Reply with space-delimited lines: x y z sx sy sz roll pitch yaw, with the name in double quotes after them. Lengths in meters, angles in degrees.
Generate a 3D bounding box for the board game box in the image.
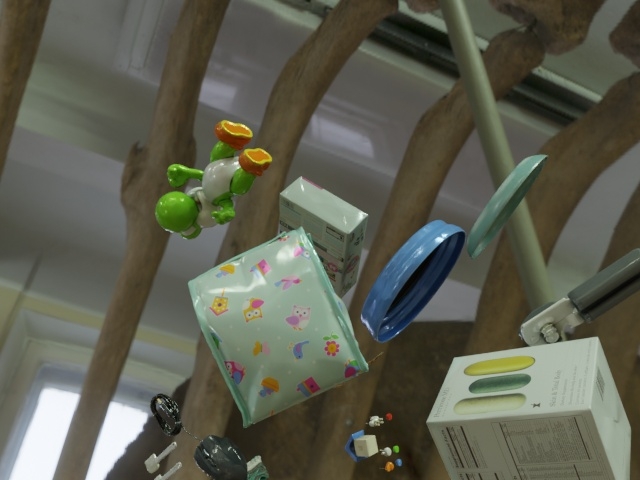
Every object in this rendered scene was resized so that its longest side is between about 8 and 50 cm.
0.000 0.000 1.811 0.224 0.097 0.304 32 -35 20 "board game box"

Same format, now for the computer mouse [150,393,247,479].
-0.228 0.365 1.196 0.242 0.071 0.041 33 4 20 "computer mouse"

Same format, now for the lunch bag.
-0.070 0.133 1.060 0.223 0.263 0.160 -25 -11 0 "lunch bag"

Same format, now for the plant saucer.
0.463 -0.091 1.660 0.043 0.317 0.318 36 -37 17 "plant saucer"

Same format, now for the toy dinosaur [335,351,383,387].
0.060 0.348 1.817 0.211 0.064 0.112 11 -64 12 "toy dinosaur"

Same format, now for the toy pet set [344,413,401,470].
0.117 0.471 1.506 0.065 0.122 0.114 -16 -7 42 "toy pet set"

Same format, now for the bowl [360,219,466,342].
0.257 0.110 1.832 0.077 0.391 0.391 39 -34 22 "bowl"

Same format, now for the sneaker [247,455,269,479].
-0.205 0.667 1.810 0.076 0.166 0.065 49 -47 13 "sneaker"

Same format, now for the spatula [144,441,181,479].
-0.452 0.702 1.951 0.019 0.168 0.242 -6 -28 -41 "spatula"

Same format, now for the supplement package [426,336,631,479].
0.355 0.313 1.101 0.262 0.199 0.198 -16 -73 32 "supplement package"

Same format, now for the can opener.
0.500 0.110 1.251 0.280 0.093 0.074 -35 -62 13 "can opener"

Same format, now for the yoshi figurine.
-0.302 -0.129 1.698 0.202 0.204 0.362 29 -57 -22 "yoshi figurine"
